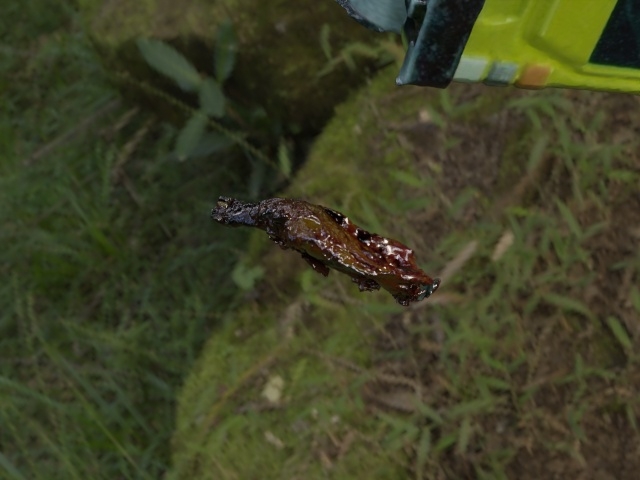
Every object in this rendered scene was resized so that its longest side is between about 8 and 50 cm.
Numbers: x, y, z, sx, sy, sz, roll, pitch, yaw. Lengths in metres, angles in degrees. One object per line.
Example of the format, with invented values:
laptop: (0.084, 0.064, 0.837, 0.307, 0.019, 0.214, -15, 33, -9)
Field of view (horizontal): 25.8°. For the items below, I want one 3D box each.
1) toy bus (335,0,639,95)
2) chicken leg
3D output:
toy bus: (0.054, -0.126, 0.393, 0.101, 0.088, 0.175, 3, 48, -15)
chicken leg: (0.001, 0.000, 0.473, 0.083, 0.036, 0.021, 21, 83, 5)
